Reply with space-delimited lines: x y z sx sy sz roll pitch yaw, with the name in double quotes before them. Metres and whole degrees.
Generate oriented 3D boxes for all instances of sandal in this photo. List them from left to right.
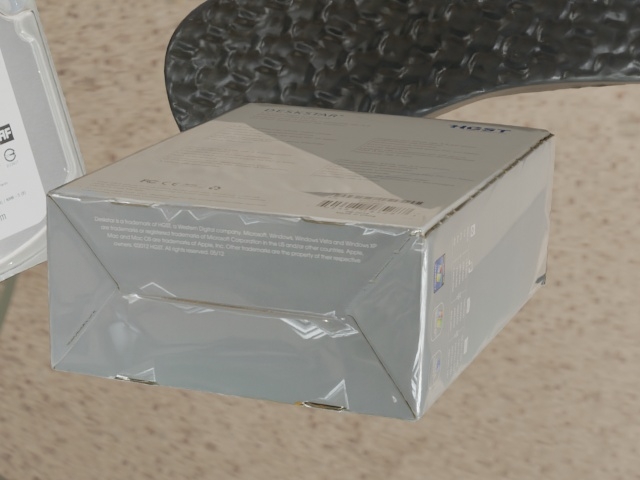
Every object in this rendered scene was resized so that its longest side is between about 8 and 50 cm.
"sandal" 0.117 -0.158 1.190 0.446 0.107 0.167 -14 93 13

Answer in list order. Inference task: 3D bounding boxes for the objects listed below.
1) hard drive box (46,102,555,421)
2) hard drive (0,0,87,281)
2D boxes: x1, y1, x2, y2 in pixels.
"hard drive box" 0.000 0.000 0.911 0.232 0.181 0.089 -34 128 -64
"hard drive" -0.314 -0.119 1.409 0.237 0.064 0.339 -26 108 -36
